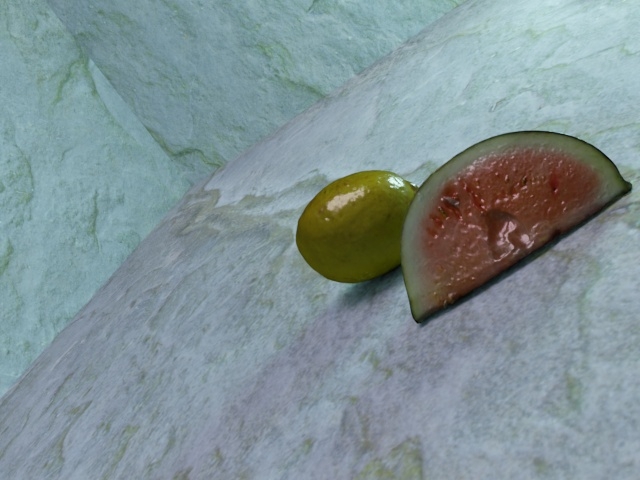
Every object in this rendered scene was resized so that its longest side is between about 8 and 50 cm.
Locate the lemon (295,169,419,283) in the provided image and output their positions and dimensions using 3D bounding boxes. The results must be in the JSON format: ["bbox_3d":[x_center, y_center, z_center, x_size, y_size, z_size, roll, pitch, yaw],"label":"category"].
[{"bbox_3d":[0.065,-0.023,1.145,0.207,0.170,0.170,-28,16,10],"label":"lemon"}]

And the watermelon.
[{"bbox_3d":[0.223,-0.027,0.978,0.303,0.159,0.128,-34,-23,7],"label":"watermelon"}]
